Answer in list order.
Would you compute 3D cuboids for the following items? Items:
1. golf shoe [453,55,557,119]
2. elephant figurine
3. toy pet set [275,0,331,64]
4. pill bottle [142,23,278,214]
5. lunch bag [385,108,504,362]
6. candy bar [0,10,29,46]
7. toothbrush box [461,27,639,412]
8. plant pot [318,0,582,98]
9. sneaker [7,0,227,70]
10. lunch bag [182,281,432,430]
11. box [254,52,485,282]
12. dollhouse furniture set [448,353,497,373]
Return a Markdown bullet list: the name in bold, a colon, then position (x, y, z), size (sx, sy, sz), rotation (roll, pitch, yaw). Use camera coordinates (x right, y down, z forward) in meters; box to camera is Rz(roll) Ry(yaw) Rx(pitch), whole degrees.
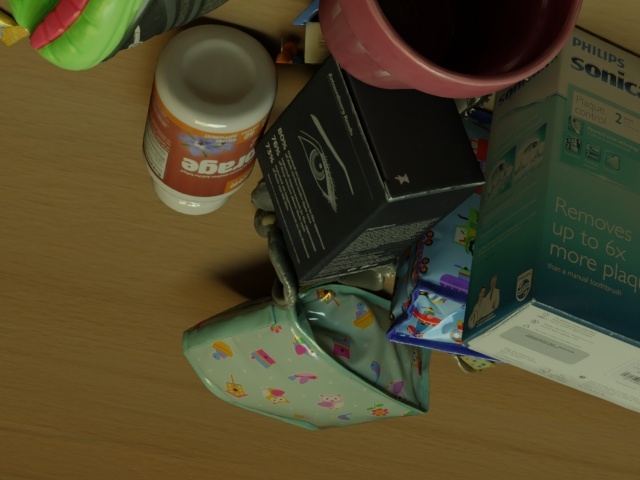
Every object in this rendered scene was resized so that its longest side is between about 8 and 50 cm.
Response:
- **golf shoe**: position (0.136, -0.175, 1.368), size (0.094, 0.077, 0.198), rotation (35, 138, -19)
- **elephant figurine**: position (0.000, 0.000, 1.617), size (0.169, 0.186, 0.239), rotation (19, 144, 1)
- **toy pet set**: position (0.012, -0.198, 1.395), size (0.122, 0.065, 0.114), rotation (4, -174, 19)
- **pill bottle**: position (-0.118, -0.114, 1.506), size (0.121, 0.121, 0.216), rotation (14, 152, -5)
- **lunch bag**: position (0.236, 0.013, 1.505), size (0.293, 0.221, 0.138), rotation (14, 152, -5)
- **candy bar**: position (-0.366, -0.242, 1.470), size (0.161, 0.018, 0.040), rotation (31, 146, -34)
- **toothbrush box**: position (0.266, -0.017, 1.361), size (0.216, 0.295, 0.126), rotation (22, 149, -18)
- **plant pot**: position (0.088, -0.205, 1.211), size (0.201, 0.201, 0.180), rotation (20, 166, -16)
- **sneaker**: position (-0.062, -0.311, 1.112), size (0.483, 0.185, 0.202), rotation (-33, 174, 39)
- **lunch bag**: position (-0.018, 0.139, 1.898), size (0.262, 0.160, 0.223), rotation (27, 149, -38)
- **box**: position (0.040, -0.071, 1.378), size (0.108, 0.153, 0.207), rotation (-11, 164, -29)
- **dollhouse furniture set**: position (0.231, 0.138, 1.862), size (0.182, 0.101, 0.161), rotation (-17, 141, 42)
